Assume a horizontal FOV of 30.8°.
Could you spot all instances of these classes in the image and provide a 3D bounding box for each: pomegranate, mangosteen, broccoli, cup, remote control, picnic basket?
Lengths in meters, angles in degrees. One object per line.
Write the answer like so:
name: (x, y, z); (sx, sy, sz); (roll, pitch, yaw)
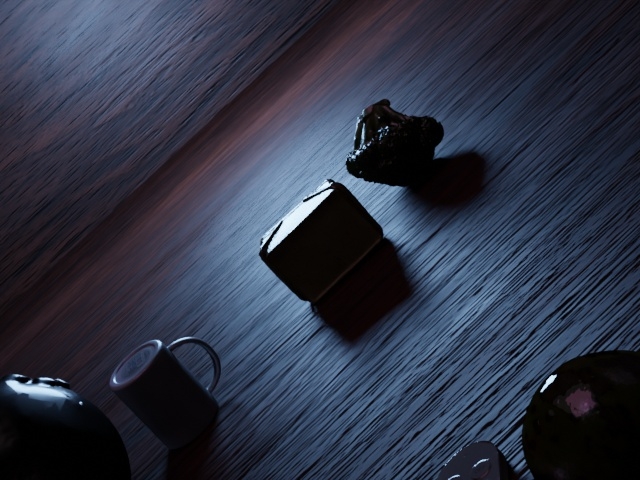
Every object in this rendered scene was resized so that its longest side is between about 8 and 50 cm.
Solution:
pomegranate: (0.225, 0.158, 0.863); (0.148, 0.148, 0.169); (-41, 17, 4)
mangosteen: (-0.406, 0.353, 1.538); (0.307, 0.307, 0.346); (-18, 61, 52)
broccoli: (0.107, -0.144, 1.805); (0.146, 0.137, 0.162); (-8, -21, -39)
cup: (-0.216, 0.208, 1.671); (0.099, 0.133, 0.136); (-21, 28, 42)
remote control: (0.132, 0.261, 1.007); (0.077, 0.022, 0.245); (-37, 18, 23)
picnic basket: (0.000, 0.000, 1.719); (0.164, 0.115, 0.079); (-42, 19, 4)
